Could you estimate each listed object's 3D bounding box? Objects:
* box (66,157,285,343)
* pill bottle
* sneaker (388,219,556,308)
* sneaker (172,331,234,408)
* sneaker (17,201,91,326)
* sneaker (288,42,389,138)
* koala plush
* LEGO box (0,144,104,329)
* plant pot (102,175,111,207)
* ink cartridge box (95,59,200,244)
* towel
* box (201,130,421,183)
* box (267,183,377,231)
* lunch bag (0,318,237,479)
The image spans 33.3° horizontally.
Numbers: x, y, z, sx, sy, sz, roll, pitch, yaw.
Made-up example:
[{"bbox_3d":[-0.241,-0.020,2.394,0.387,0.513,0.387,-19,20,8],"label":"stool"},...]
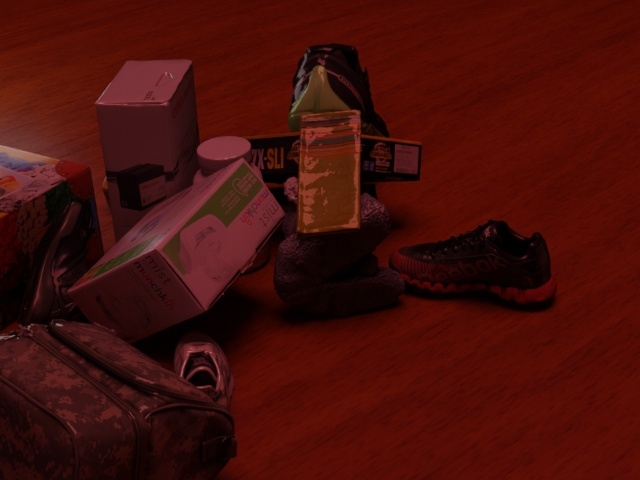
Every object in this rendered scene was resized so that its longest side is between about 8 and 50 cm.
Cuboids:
[{"bbox_3d":[-0.216,0.023,1.649,0.231,0.127,0.262,-24,19,41],"label":"box"},{"bbox_3d":[-0.154,-0.062,1.825,0.121,0.216,0.121,-3,29,2],"label":"pill bottle"},{"bbox_3d":[0.244,0.025,1.727,0.276,0.135,0.097,6,32,18],"label":"sneaker"},{"bbox_3d":[-0.167,0.184,1.510,0.090,0.095,0.235,-9,28,-9],"label":"sneaker"},{"bbox_3d":[-0.389,0.054,1.699,0.130,0.087,0.227,25,56,-30],"label":"sneaker"},{"bbox_3d":[0.047,-0.282,2.124,0.185,0.202,0.483,3,0,5],"label":"sneaker"},{"bbox_3d":[0.000,0.000,1.744,0.203,0.196,0.221,-19,35,-7],"label":"koala plush"},{"bbox_3d":[-0.687,-0.019,1.815,0.500,0.193,0.372,14,33,26],"label":"LEGO box"},{"bbox_3d":[-0.371,-0.100,2.060,0.081,0.081,0.083,18,45,33],"label":"plant pot"},{"bbox_3d":[-0.291,-0.140,1.886,0.129,0.307,0.223,1,29,5],"label":"ink cartridge box"},{"bbox_3d":[0.013,-0.109,1.668,0.102,0.021,0.237,-7,54,12],"label":"towel"},{"bbox_3d":[-0.022,-0.146,1.935,0.257,0.079,0.322,-1,2,-44],"label":"box"},{"bbox_3d":[-0.010,-0.060,1.979,0.232,0.058,0.087,-3,29,-2],"label":"box"},{"bbox_3d":[-0.286,0.227,1.339,0.305,0.212,0.256,24,24,39],"label":"lunch bag"}]
